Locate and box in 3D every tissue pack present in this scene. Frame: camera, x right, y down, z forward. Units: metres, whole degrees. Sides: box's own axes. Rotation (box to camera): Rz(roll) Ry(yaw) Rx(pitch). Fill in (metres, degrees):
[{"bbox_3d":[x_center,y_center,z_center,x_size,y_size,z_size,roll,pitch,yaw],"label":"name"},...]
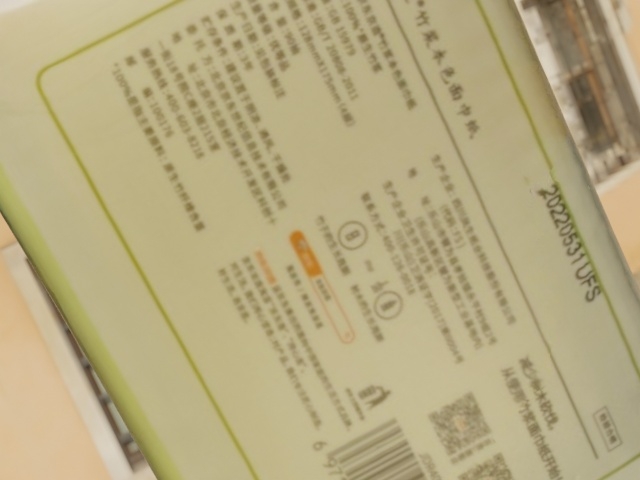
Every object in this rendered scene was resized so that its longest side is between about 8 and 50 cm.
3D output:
[{"bbox_3d":[0.000,0.000,0.419,0.159,0.234,0.125,-29,17,-3],"label":"tissue pack"}]
